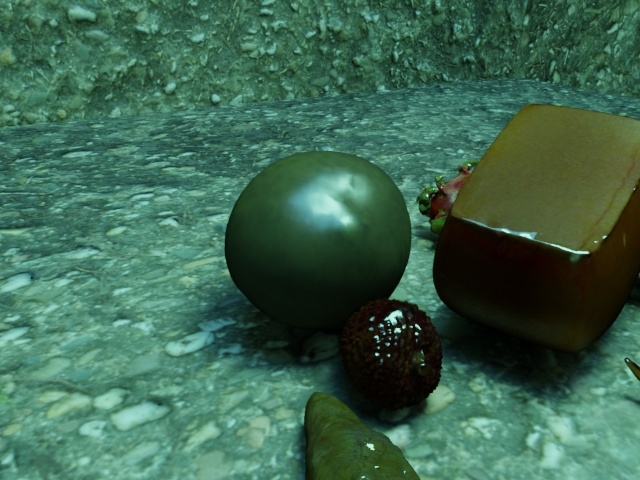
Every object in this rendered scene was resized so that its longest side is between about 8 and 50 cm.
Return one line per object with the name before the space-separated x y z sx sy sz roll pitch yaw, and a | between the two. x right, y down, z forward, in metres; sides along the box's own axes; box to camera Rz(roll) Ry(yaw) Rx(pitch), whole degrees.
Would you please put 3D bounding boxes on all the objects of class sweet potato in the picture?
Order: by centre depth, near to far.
sweet potato | 0.031 0.225 0.475 0.114 0.092 0.341 -13 23 8

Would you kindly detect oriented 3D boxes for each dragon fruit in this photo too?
dragon fruit | 0.268 -0.060 1.047 0.172 0.166 0.160 -21 60 22

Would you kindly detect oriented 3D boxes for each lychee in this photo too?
lychee | 0.080 0.125 0.670 0.124 0.123 0.129 -1 12 -7

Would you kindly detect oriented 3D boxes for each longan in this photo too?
longan | 0.000 0.000 0.779 0.258 0.257 0.258 1 24 -1

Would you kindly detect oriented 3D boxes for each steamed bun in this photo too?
steamed bun | 0.321 -0.009 0.807 0.235 0.248 0.379 19 48 30

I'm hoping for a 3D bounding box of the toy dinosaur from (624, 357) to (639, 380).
toy dinosaur | 0.566 0.195 0.583 0.208 0.097 0.432 -25 31 -29
